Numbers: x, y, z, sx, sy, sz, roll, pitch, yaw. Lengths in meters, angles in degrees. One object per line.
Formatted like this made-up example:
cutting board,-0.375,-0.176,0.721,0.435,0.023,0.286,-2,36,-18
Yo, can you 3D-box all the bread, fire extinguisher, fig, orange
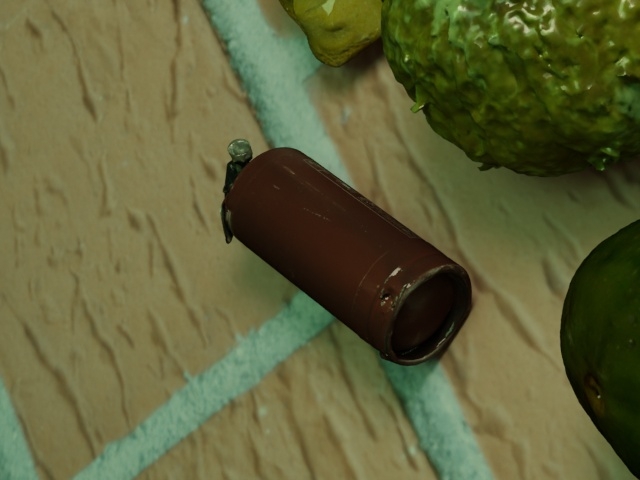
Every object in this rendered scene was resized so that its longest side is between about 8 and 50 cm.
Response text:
bread,0.015,-0.269,1.657,0.161,0.088,0.233,-42,54,22
fire extinguisher,0.000,0.000,1.586,0.269,0.105,0.105,36,99,37
fig,0.290,0.068,1.318,0.245,0.195,0.195,-9,67,-3
orange,0.176,-0.186,1.430,0.301,0.223,0.300,35,103,37
